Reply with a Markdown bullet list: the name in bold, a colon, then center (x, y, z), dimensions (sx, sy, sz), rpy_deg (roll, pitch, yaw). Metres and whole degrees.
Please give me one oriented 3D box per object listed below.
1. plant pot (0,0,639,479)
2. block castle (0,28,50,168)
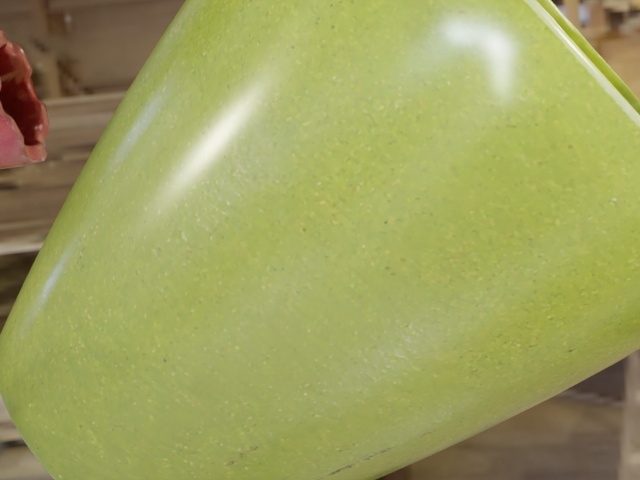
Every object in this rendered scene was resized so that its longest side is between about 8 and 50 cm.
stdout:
- **plant pot**: center (0.000, 0.000, 0.689), dimensions (0.293, 0.275, 0.275), rpy_deg (-42, 0, 13)
- **block castle**: center (-0.290, -0.268, 0.876), dimensions (0.213, 0.453, 0.303), rpy_deg (-15, 44, 8)
